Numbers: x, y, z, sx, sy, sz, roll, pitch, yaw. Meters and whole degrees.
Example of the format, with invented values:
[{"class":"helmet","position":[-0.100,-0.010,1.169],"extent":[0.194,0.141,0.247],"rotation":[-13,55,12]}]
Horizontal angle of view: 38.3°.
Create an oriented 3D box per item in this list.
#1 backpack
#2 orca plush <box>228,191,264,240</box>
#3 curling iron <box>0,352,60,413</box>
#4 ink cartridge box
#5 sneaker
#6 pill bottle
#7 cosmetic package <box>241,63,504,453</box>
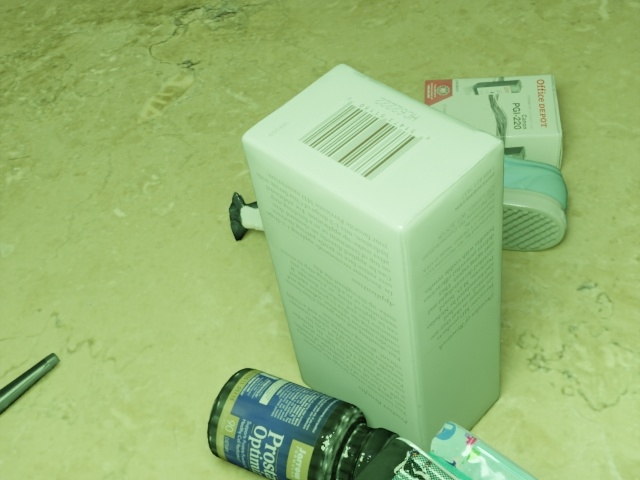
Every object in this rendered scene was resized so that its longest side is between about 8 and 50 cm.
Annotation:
[{"class":"backpack","position":[0.160,0.332,0.961],"extent":[0.191,0.225,0.253],"rotation":[-40,57,-19]},{"class":"orca plush","position":[0.000,0.000,1.414],"extent":[0.287,0.102,0.151],"rotation":[3,92,26]},{"class":"curling iron","position":[-0.464,0.255,1.266],"extent":[0.068,0.035,0.274],"rotation":[30,59,27]},{"class":"ink cartridge box","position":[0.279,-0.187,1.511],"extent":[0.217,0.092,0.159],"rotation":[0,48,7]},{"class":"sneaker","position":[0.196,-0.087,1.414],"extent":[0.365,0.135,0.150],"rotation":[14,49,8]},{"class":"pill bottle","position":[-0.019,0.245,1.138],"extent":[0.219,0.123,0.123],"rotation":[16,52,23]},{"class":"cosmetic package","position":[0.077,0.049,1.076],"extent":[0.230,0.453,0.161],"rotation":[33,60,33]}]
